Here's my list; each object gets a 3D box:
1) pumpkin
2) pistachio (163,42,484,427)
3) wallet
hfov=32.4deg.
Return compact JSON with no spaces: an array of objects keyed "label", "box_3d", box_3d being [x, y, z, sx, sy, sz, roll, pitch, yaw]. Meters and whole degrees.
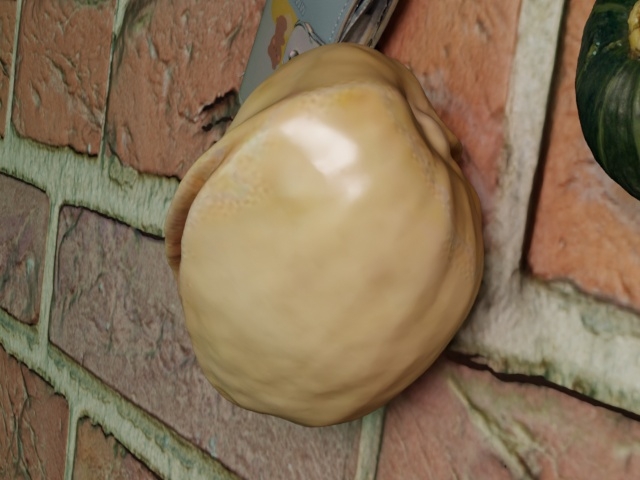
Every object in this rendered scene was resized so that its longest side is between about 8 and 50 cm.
[{"label":"pumpkin","box_3d":[0.206,-0.092,0.552,0.167,0.125,0.167,-16,71,61]},{"label":"pistachio","box_3d":[0.000,0.000,0.774,0.309,0.229,0.230,-60,42,49]},{"label":"wallet","box_3d":[-0.003,-0.173,0.934,0.231,0.069,0.170,-67,34,39]}]
